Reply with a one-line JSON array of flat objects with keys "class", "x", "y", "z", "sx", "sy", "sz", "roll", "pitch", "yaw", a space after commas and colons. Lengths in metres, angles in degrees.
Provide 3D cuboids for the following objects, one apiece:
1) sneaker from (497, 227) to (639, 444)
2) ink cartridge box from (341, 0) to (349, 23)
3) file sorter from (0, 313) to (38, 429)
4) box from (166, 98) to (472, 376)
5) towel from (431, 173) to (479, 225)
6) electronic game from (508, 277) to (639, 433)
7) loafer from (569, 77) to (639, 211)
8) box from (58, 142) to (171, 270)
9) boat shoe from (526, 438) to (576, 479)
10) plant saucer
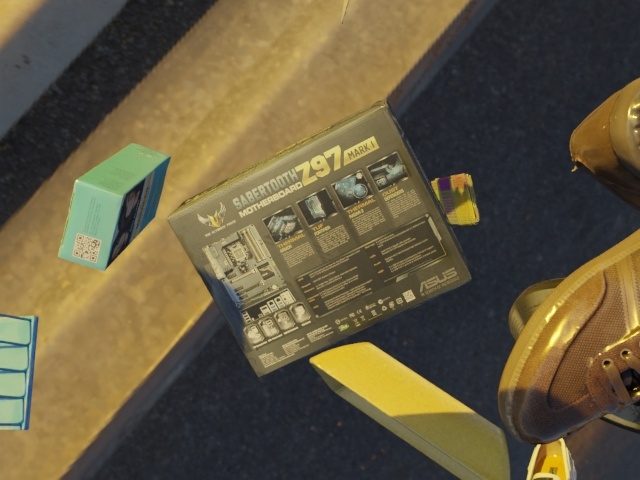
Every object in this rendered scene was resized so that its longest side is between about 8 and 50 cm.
[{"class": "sneaker", "x": 0.169, "y": 0.036, "z": 0.425, "sx": 0.188, "sy": 0.071, "sz": 0.066, "roll": -42, "pitch": 122, "yaw": -8}, {"class": "ink cartridge box", "x": 0.066, "y": -0.307, "z": 0.805, "sx": 0.145, "sy": 0.045, "sz": 0.179, "roll": 115, "pitch": -13, "yaw": -68}, {"class": "file sorter", "x": -0.505, "y": 0.193, "z": 1.300, "sx": 0.104, "sy": 0.118, "sz": 0.170, "roll": 28, "pitch": 60, "yaw": -63}, {"class": "box", "x": 0.000, "y": 0.000, "z": 0.830, "sx": 0.232, "sy": 0.059, "sz": 0.183, "roll": -27, "pitch": 102, "yaw": 11}, {"class": "towel", "x": 0.158, "y": -0.046, "z": 1.022, "sx": 0.009, "sy": 0.083, "sz": 0.060, "roll": -16, "pitch": 95, "yaw": -20}, {"class": "electronic game", "x": 0.276, "y": 0.109, "z": 0.780, "sx": 0.048, "sy": 0.229, "sz": 0.229, "roll": -58, "pitch": 138, "yaw": -25}, {"class": "loafer", "x": 0.392, "y": -0.051, "z": 0.857, "sx": 0.366, "sy": 0.130, "sz": 0.134, "roll": 29, "pitch": 78, "yaw": -23}, {"class": "box", "x": -0.258, "y": -0.050, "z": 1.126, "sx": 0.060, "sy": 0.244, "sz": 0.101, "roll": 18, "pitch": 107, "yaw": -2}, {"class": "boat shoe", "x": 0.136, "y": 0.157, "z": 0.529, "sx": 0.100, "sy": 0.035, "sz": 0.035, "roll": -54, "pitch": 132, "yaw": -51}, {"class": "plant saucer", "x": 0.156, "y": 0.272, "z": 1.361, "sx": 0.081, "sy": 0.332, "sz": 0.333, "roll": -55, "pitch": 164, "yaw": -11}]
